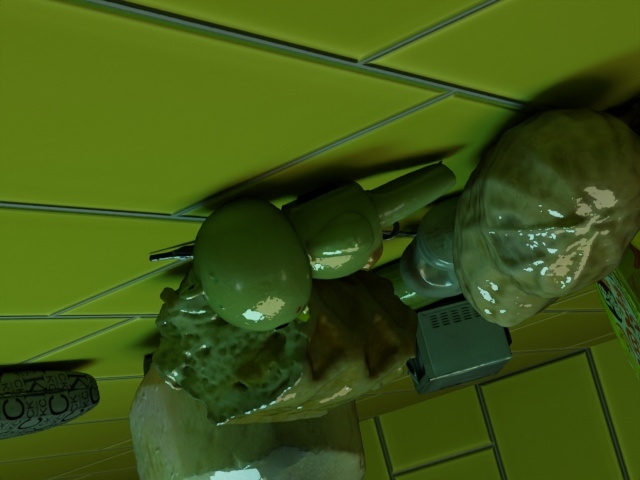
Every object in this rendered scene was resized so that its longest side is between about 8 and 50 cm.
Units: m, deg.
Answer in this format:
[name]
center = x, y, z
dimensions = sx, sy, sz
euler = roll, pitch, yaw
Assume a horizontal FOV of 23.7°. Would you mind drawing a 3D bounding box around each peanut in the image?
[peanut]
center = 0.224, -0.026, 1.526
dimensions = 0.158, 0.174, 0.340
euler = -27, 175, -15

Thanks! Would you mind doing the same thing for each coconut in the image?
[coconut]
center = -0.093, 0.289, 2.102
dimensions = 0.352, 0.353, 0.352
euler = -14, 168, -3

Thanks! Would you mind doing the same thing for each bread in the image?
[bread]
center = -0.043, 0.109, 1.776
dimensions = 0.238, 0.196, 0.252
euler = -25, 168, 24

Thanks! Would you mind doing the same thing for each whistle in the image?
[whistle]
center = 0.000, 0.010, 1.505
dimensions = 0.294, 0.141, 0.141
euler = -12, 168, -17

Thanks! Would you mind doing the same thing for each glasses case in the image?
[glasses case]
center = -0.450, 0.226, 2.060
dimensions = 0.137, 0.085, 0.354
euler = -22, 167, 35

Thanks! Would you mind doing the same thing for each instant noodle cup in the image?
[instant noodle cup]
center = 0.557, 0.090, 2.266
dimensions = 0.221, 0.311, 0.311
euler = -26, 168, 0

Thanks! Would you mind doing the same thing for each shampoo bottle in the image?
[shampoo bottle]
center = 0.163, 0.002, 1.780
dimensions = 0.118, 0.087, 0.234
euler = -14, 168, -7

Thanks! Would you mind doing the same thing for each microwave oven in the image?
[microwave oven]
center = 0.221, 0.167, 2.522
dimensions = 0.163, 0.129, 0.205
euler = -16, 169, -6

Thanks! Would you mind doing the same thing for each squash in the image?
[squash]
center = 0.141, 0.048, 2.016
dimensions = 0.239, 0.069, 0.069
euler = -23, 166, 31

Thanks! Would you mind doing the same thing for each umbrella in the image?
[umbrella]
center = -0.050, -0.009, 1.623
dimensions = 0.269, 0.044, 0.044
euler = -6, -166, -1

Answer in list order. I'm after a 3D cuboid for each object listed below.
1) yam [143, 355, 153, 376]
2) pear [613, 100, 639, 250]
[yam]
center = -0.179, 0.186, 2.261
dimensions = 0.169, 0.068, 0.068
euler = -14, 168, -2
[pear]
center = 0.467, -0.063, 1.609
dimensions = 0.386, 0.191, 0.340
euler = -6, 165, -36
